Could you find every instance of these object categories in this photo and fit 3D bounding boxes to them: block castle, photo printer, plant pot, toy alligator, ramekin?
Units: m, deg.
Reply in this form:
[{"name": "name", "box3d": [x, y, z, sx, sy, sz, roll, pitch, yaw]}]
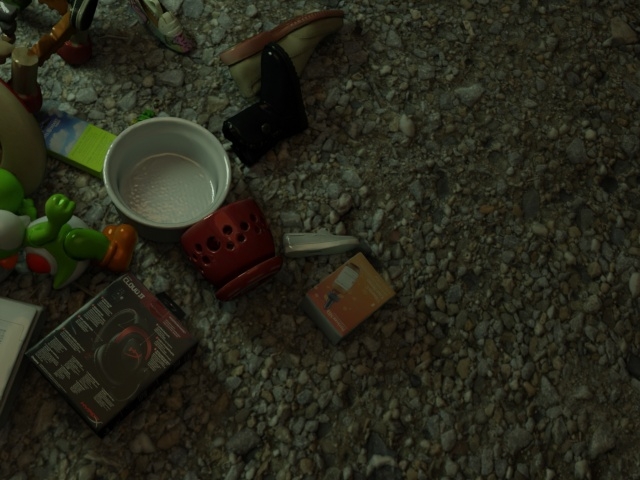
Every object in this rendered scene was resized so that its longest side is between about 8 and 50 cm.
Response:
[{"name": "block castle", "box3d": [-0.789, -0.503, 1.579, 0.453, 0.213, 0.303, 30, 53, -7]}, {"name": "photo printer", "box3d": [-0.733, 0.211, 1.343, 0.308, 0.107, 0.256, 15, 69, -6]}, {"name": "plant pot", "box3d": [-0.185, 0.026, 1.510, 0.191, 0.191, 0.174, -31, 84, -22]}, {"name": "toy alligator", "box3d": [-0.425, -0.283, 1.653, 0.056, 0.051, 0.189, 20, 65, -5]}, {"name": "ramekin", "box3d": [-0.346, -0.128, 1.562, 0.277, 0.135, 0.277, 5, 66, -11]}]

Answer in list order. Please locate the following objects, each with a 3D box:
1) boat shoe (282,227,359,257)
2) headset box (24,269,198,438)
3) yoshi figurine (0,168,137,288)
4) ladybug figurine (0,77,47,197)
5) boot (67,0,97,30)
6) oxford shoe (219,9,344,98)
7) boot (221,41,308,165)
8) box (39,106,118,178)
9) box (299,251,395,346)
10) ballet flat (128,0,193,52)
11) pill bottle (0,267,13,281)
[{"name": "boat shoe", "box3d": [0.000, 0.000, 1.635, 0.184, 0.066, 0.063, -7, 71, -6]}, {"name": "headset box", "box3d": [-0.410, 0.222, 1.415, 0.218, 0.110, 0.293, 44, 66, 7]}, {"name": "yoshi figurine", "box3d": [-0.569, -0.047, 1.401, 0.362, 0.203, 0.203, 13, 34, -30]}, {"name": "ladybug figurine", "box3d": [-0.774, -0.268, 1.440, 0.449, 0.305, 0.162, 40, 27, -22]}, {"name": "boot", "box3d": [-0.588, -0.568, 1.530, 0.179, 0.085, 0.236, 11, 51, -17]}, {"name": "oxford shoe", "box3d": [-0.081, -0.496, 1.803, 0.397, 0.140, 0.146, -33, 109, -28]}, {"name": "boot", "box3d": [-0.146, -0.324, 1.655, 0.207, 0.246, 0.094, -36, 38, -26]}, {"name": "box", "box3d": [-0.567, -0.228, 1.602, 0.178, 0.042, 0.109, 25, 64, -2]}, {"name": "box", "box3d": [0.061, 0.135, 1.573, 0.170, 0.091, 0.130, -37, 80, -24]}, {"name": "ballet flat", "box3d": [-0.413, -0.576, 1.763, 0.077, 0.079, 0.221, -39, 81, -25]}, {"name": "pill bottle", "box3d": [-0.733, 0.008, 1.432, 0.103, 0.103, 0.184, -40, 81, -24]}]
